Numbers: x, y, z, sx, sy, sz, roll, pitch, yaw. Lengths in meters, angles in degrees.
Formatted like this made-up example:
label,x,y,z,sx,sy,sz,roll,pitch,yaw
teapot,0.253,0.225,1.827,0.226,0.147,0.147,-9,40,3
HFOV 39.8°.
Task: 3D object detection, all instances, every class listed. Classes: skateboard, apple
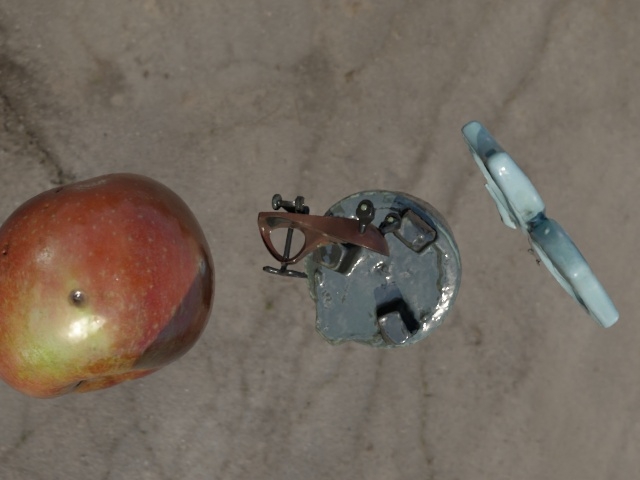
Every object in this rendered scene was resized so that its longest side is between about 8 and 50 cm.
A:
label,x,y,z,sx,sy,sz,roll,pitch,yaw
skateboard,0.000,0.000,0.872,0.067,0.151,0.080,19,79,-57
apple,-0.321,0.066,1.265,0.349,0.348,0.276,-8,77,-41

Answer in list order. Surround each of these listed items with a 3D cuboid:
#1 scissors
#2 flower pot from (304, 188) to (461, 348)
label,x,y,z,sx,sy,sz,roll,pitch,yaw
scissors,0.195,0.000,0.807,0.191,0.029,0.360,56,6,13
flower pot,0.108,0.059,1.581,0.283,0.299,0.299,-33,115,-77
